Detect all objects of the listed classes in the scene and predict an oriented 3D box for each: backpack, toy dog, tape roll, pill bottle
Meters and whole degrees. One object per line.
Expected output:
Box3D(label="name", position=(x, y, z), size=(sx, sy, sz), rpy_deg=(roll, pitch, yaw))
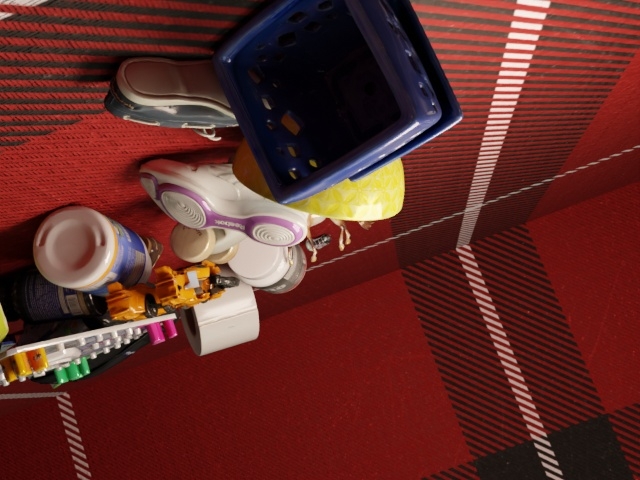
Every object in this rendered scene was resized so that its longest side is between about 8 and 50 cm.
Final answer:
Box3D(label="backpack", position=(-0.591, 0.228, 1.908), size=(0.355, 0.273, 0.290), rpy_deg=(-47, 156, 20))
Box3D(label="toy dog", position=(-0.159, -0.089, 1.471), size=(0.334, 0.161, 0.220), rpy_deg=(-32, 168, -14))
Box3D(label="tape roll", position=(-0.291, 0.182, 2.110), size=(0.169, 0.246, 0.246), rpy_deg=(-15, 167, -22))
Box3D(label="pill bottle", position=(-0.576, 0.116, 1.626), size=(0.219, 0.122, 0.123), rpy_deg=(-8, 168, 4))
Box3D(label="pill bottle", position=(-0.426, 0.033, 1.473), size=(0.152, 0.152, 0.272), rpy_deg=(-20, 168, 3))
Box3D(label="pill bottle", position=(-0.140, 0.046, 1.948), size=(0.161, 0.161, 0.283), rpy_deg=(-21, 168, 7))

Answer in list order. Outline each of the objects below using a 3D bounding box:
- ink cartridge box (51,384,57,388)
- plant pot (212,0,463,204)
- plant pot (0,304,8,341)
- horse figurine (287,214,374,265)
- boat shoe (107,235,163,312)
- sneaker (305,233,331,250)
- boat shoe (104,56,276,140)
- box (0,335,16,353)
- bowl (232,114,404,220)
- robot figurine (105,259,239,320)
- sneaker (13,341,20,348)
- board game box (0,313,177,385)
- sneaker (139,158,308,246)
Box3D(label="ink cartridge box", position=(-0.657, 0.293, 2.167), size=(0.273, 0.114, 0.198), rpy_deg=(-31, 177, -32))
Box3D(label="plant pot", position=(0.037, -0.204, 1.014), size=(0.236, 0.235, 0.212), rpy_deg=(-29, 171, 35))
Box3D(label="plant pot", position=(-0.700, 0.141, 1.368), size=(0.207, 0.227, 0.228), rpy_deg=(-17, 169, -36))
Box3D(label="horse figurine", position=(-0.001, -0.047, 1.851), size=(0.263, 0.174, 0.066), rpy_deg=(-19, -161, -25))
Box3D(label="boat shoe", position=(-0.429, 0.083, 1.706), size=(0.207, 0.073, 0.073), rpy_deg=(-49, 158, 5))
Box3D(label="sneaker", position=(0.000, 0.000, 2.268), size=(0.069, 0.038, 0.098), rpy_deg=(-28, 175, 26))
Box3D(label="boat shoe", position=(-0.168, -0.190, 1.041), size=(0.255, 0.095, 0.079), rpy_deg=(-8, 161, -40))
Box3D(label="box", position=(-0.926, 0.302, 2.150), size=(0.136, 0.028, 0.081), rpy_deg=(-31, 163, 34))
Box3D(label="bowl", position=(0.012, -0.160, 1.237), size=(0.290, 0.289, 0.156), rpy_deg=(-8, 120, -44))
Box3D(label="robot figurine", position=(-0.284, 0.096, 1.491), size=(0.211, 0.085, 0.291), rpy_deg=(-18, 177, 13))
Box3D(label="sneaker", position=(-0.811, 0.287, 2.192), size=(0.075, 0.057, 0.161), rpy_deg=(-43, 173, 9))
Box3D(label="board game box", position=(-0.545, 0.255, 1.532), size=(0.390, 0.050, 0.390), rpy_deg=(-26, 170, 34))
Box3D(label="sneaker", position=(-0.163, -0.088, 1.335), size=(0.305, 0.152, 0.114), rpy_deg=(18, 142, -5))
